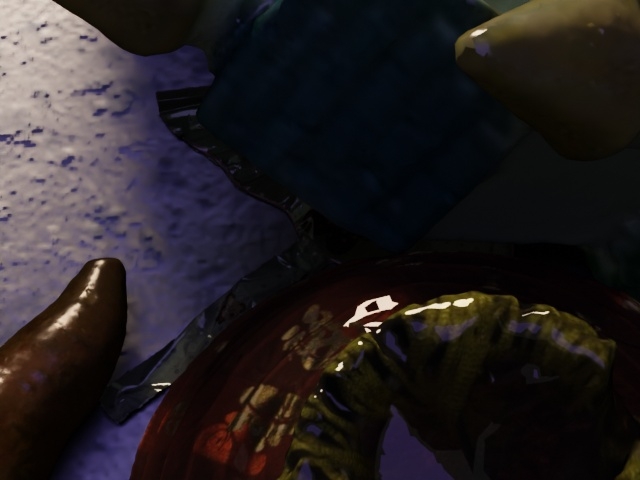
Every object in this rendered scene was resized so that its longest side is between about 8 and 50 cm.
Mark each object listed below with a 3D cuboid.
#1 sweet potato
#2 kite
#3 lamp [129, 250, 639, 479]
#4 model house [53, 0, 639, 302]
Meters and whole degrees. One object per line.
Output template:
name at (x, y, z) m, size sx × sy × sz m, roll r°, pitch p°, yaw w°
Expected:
sweet potato at (-0.145, 0.107, 0.603) m, size 0.077 × 0.077 × 0.244 m, roll 24°, pitch 52°, yaw 12°
kite at (0.000, 0.001, 0.682) m, size 0.250 × 0.012 × 0.229 m, roll -43°, pitch 70°, yaw -16°
lamp at (0.049, 0.112, 0.511) m, size 0.246 × 0.247 × 0.247 m, roll 0°, pitch 64°, yaw 1°
model house at (0.044, -0.120, 0.562) m, size 0.324 × 0.194 × 0.267 m, roll -1°, pitch 60°, yaw -37°
